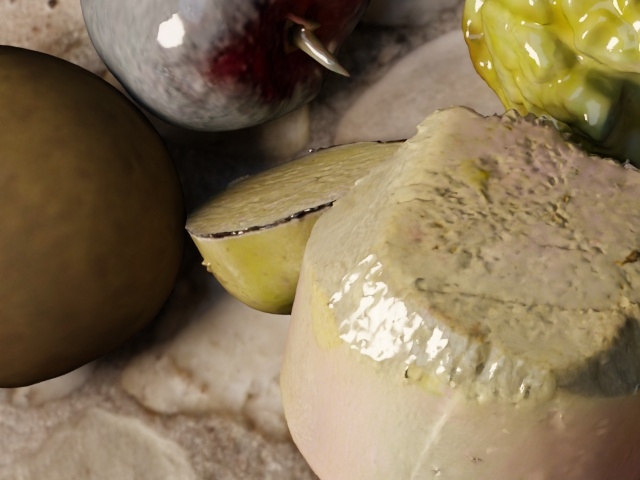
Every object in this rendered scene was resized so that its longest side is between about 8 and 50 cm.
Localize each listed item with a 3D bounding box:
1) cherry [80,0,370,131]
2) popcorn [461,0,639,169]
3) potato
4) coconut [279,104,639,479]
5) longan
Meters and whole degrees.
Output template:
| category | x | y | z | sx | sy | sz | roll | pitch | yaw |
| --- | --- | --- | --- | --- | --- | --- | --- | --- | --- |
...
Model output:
| category | x | y | z | sx | sy | sz | roll | pitch | yaw |
| --- | --- | --- | --- | --- | --- | --- | --- | --- | --- |
| cherry | -0.081 | -0.218 | 1.468 | 0.296 | 0.218 | 0.255 | 34 | 87 | 38 |
| popcorn | 0.229 | -0.176 | 1.301 | 0.237 | 0.293 | 0.293 | 5 | 76 | 19 |
| potato | 0.000 | 0.000 | 1.415 | 0.202 | 0.182 | 0.117 | -20 | 104 | -2 |
| coconut | 0.122 | 0.079 | 1.242 | 0.297 | 0.309 | 0.297 | 4 | 51 | -5 |
| longan | -0.260 | -0.020 | 1.440 | 0.297 | 0.297 | 0.297 | -7 | 71 | 22 |
